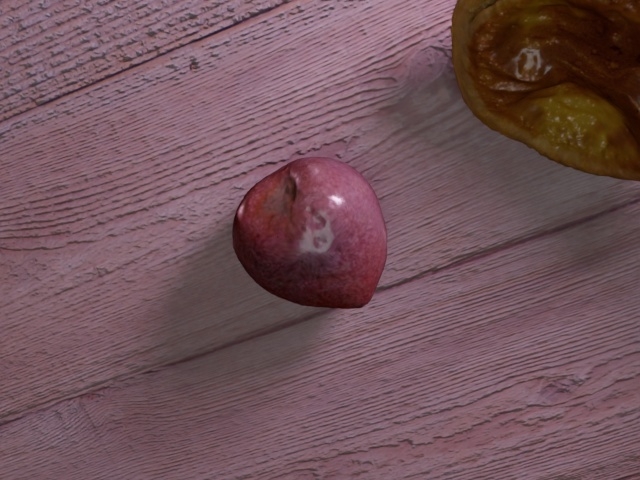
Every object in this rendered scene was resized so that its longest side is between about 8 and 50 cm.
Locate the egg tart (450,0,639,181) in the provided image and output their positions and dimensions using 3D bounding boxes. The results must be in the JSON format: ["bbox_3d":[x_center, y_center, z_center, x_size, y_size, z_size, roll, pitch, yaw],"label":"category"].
[{"bbox_3d":[0.392,-0.263,1.398,0.443,0.178,0.443,23,151,13],"label":"egg tart"}]

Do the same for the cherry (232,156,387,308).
[{"bbox_3d":[-0.006,-0.009,1.595,0.239,0.206,0.239,-16,140,-14],"label":"cherry"}]
